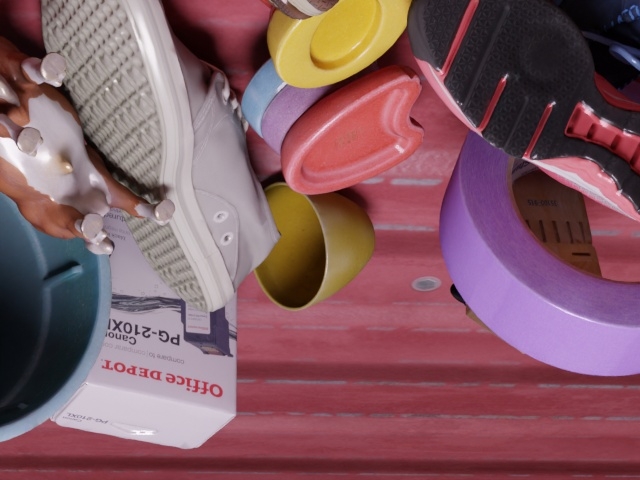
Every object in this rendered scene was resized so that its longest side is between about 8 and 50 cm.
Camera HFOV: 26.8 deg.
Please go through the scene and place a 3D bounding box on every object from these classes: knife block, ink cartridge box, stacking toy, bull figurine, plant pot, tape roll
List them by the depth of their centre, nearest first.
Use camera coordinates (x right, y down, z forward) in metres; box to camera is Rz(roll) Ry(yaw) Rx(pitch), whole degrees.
[{"bbox_3d":[-0.260,-0.099,1.142,0.188,0.101,0.310,24,161,44],"label":"bull figurine"},{"bbox_3d":[0.055,-0.194,1.143,0.279,0.130,0.309,-25,156,-15],"label":"stacking toy"},{"bbox_3d":[0.249,-0.019,1.209,0.275,0.275,0.090,2,147,-7],"label":"tape roll"},{"bbox_3d":[-0.436,0.060,1.305,0.341,0.341,0.334,23,150,-35],"label":"plant pot"},{"bbox_3d":[0.200,0.055,1.364,0.088,0.276,0.242,1,141,-8],"label":"knife block"},{"bbox_3d":[-0.181,0.080,1.404,0.172,0.237,0.100,16,144,-27],"label":"ink cartridge box"},{"bbox_3d":[0.000,0.000,1.411,0.095,0.134,0.134,-10,159,-39],"label":"plant pot"}]

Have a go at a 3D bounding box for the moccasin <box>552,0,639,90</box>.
[{"bbox_3d":[0.287,-0.194,1.075,0.137,0.117,0.342,-6,154,-29],"label":"moccasin"}]

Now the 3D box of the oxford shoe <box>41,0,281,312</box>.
[{"bbox_3d":[-0.133,-0.109,1.219,0.130,0.169,0.449,-41,145,-20],"label":"oxford shoe"}]

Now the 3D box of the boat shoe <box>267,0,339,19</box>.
[{"bbox_3d":[-0.084,-0.257,0.931,0.095,0.095,0.257,-25,105,41],"label":"boat shoe"}]

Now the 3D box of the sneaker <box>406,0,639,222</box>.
[{"bbox_3d":[0.180,-0.098,1.078,0.314,0.116,0.136,32,175,-21],"label":"sneaker"}]
